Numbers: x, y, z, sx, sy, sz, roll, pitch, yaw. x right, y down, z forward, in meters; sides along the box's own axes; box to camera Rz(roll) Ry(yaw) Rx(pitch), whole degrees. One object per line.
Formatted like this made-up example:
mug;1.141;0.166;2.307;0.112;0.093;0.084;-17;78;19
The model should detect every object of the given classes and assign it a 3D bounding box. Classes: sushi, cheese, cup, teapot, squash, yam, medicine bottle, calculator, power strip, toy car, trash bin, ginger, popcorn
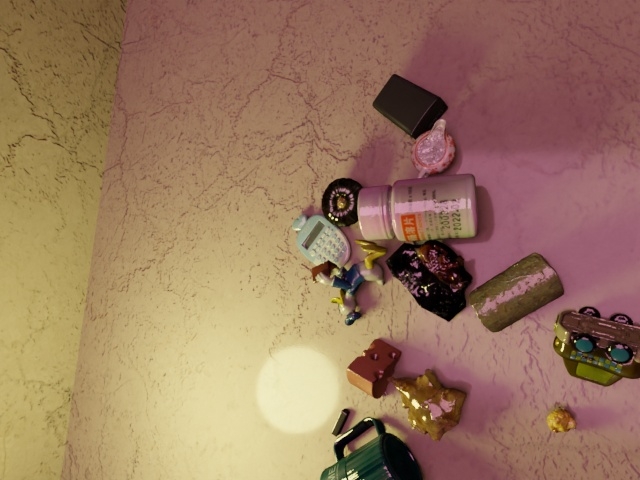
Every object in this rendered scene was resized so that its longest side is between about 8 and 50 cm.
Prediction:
sushi;0.400;0.117;1.540;0.212;0.215;0.227;-46;45;13
cheese;0.185;0.483;1.622;0.128;0.177;0.202;27;99;29
cup;0.185;0.839;1.585;0.242;0.308;0.292;45;109;-9
teapot;0.406;-0.308;1.614;0.159;0.116;0.245;17;91;17
squash;0.091;-0.150;1.753;0.193;0.156;0.193;14;117;29
yam;0.624;0.167;1.417;0.268;0.161;0.161;-38;68;20
medicine bottle;0.339;-0.107;1.540;0.389;0.219;0.219;-3;84;19
calculator;0.000;0.000;1.851;0.303;0.042;0.188;43;107;25
power strip;0.080;0.715;1.740;0.029;0.038;0.111;27;99;27
toy car;0.817;0.329;1.299;0.248;0.204;0.198;11;114;31
trash bin;0.332;-0.505;1.677;0.225;0.115;0.165;44;108;29
ginger;0.360;0.561;1.553;0.270;0.123;0.218;20;92;39
popcorn;0.741;0.546;1.369;0.084;0.084;0.084;-3;84;29

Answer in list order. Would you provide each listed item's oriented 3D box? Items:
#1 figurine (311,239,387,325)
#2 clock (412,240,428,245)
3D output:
figurine;0.102;0.171;1.698;0.284;0.204;0.337;3;101;4
clock;0.381;-0.014;1.651;0.085;0.017;0.085;-3;84;29
